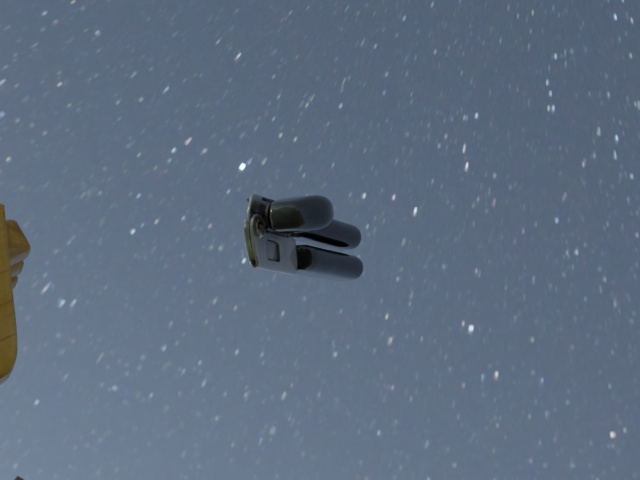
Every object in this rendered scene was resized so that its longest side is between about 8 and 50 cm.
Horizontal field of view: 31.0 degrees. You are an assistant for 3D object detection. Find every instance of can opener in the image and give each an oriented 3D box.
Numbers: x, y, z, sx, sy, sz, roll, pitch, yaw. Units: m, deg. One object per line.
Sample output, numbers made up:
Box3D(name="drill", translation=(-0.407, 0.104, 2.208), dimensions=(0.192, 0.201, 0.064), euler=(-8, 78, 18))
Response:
Box3D(name="can opener", translation=(0.000, 0.000, 1.247), dimensions=(0.095, 0.283, 0.076), euler=(-7, -98, 23))

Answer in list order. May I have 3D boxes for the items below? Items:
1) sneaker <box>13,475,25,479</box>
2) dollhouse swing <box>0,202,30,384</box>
Box3D(name="sneaker", translation=(-0.356, 0.365, 1.281), dimensions=(0.086, 0.064, 0.192), euler=(33, -105, -7))
Box3D(name="dollhouse swing", translation=(-0.307, 0.210, 0.859), dimensions=(0.305, 0.315, 0.347), euler=(58, -29, 8))
